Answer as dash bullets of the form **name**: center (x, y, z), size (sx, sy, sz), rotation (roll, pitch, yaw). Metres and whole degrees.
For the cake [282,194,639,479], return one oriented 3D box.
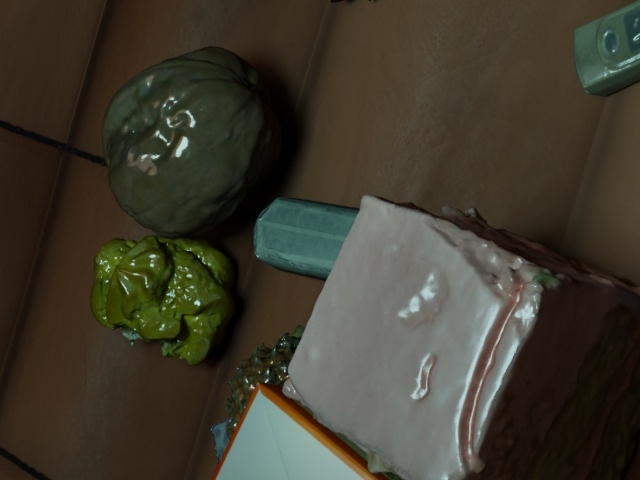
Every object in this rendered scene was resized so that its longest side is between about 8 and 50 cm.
- **cake**: center (0.174, 0.125, 1.644), size (0.314, 0.307, 0.293), rotation (24, 96, 43)

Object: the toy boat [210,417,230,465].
- **toy boat**: center (-0.105, 0.265, 2.078), size (0.115, 0.016, 0.063), rotation (-30, 61, 35)

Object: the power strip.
- **power strip**: center (0.403, -0.244, 1.691), size (0.286, 0.048, 0.080), rotation (-22, 67, 37)

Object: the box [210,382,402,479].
- **box**: center (0.032, 0.396, 1.754), size (0.318, 0.257, 0.348), rotation (33, 103, 41)

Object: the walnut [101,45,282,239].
- **walnut**: center (-0.181, -0.137, 2.094), size (0.273, 0.227, 0.273), rotation (-11, 73, 39)

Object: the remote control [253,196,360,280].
- **remote control**: center (0.000, 0.000, 2.016), size (0.247, 0.052, 0.104), rotation (10, 86, 47)

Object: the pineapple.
- **pineapple**: center (-0.044, 0.202, 1.945), size (0.166, 0.166, 0.193), rotation (0, 71, 43)

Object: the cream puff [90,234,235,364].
- **cream puff**: center (-0.229, 0.066, 2.134), size (0.221, 0.195, 0.194), rotation (12, 89, 41)

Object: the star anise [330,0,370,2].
- **star anise**: center (0.041, -0.398, 2.060), size (0.168, 0.057, 0.168), rotation (-10, 75, 41)
